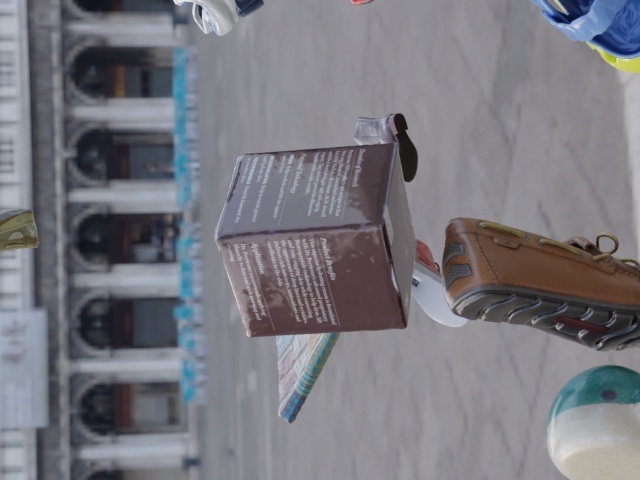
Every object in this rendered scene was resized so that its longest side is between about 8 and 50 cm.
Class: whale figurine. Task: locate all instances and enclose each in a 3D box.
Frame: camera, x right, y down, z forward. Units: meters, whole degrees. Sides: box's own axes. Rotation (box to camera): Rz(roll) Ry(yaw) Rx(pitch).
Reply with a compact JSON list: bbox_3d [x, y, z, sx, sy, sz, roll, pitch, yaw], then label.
[{"bbox_3d":[0.425,0.232,1.648,0.216,0.272,0.141,76,-163,-53],"label":"whale figurine"}]

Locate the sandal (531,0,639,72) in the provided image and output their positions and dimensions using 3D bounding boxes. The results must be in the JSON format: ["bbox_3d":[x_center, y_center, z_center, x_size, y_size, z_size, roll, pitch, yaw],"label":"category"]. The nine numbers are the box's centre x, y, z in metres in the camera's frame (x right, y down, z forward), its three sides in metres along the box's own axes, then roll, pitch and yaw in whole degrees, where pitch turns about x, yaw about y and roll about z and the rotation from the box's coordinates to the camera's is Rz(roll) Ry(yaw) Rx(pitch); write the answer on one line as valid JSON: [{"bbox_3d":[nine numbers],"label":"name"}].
[{"bbox_3d":[0.235,-0.298,1.358,0.126,0.317,0.138,-60,-23,17],"label":"sandal"}]

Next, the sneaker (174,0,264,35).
[{"bbox_3d":[-0.092,-0.408,1.954,0.236,0.323,0.130,-47,68,23],"label":"sneaker"}]

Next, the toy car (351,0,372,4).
[{"bbox_3d":[-0.010,-0.322,0.970,0.053,0.239,0.225,-41,-22,-49],"label":"toy car"}]

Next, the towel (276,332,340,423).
[{"bbox_3d":[0.019,0.063,1.974,0.370,0.040,0.271,-63,12,18],"label":"towel"}]

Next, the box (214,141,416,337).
[{"bbox_3d":[0.000,0.000,1.579,0.167,0.203,0.168,-78,-20,-50],"label":"box"}]

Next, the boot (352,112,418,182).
[{"bbox_3d":[0.093,-0.136,1.934,0.114,0.037,0.106,-3,98,56],"label":"boot"}]

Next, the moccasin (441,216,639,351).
[{"bbox_3d":[0.317,0.050,1.642,0.139,0.380,0.147,132,142,-53],"label":"moccasin"}]

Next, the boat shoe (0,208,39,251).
[{"bbox_3d":[-0.377,0.009,1.428,0.056,0.153,0.048,1,110,43],"label":"boat shoe"}]

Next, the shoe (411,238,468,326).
[{"bbox_3d":[0.166,0.056,1.987,0.081,0.178,0.063,-38,-19,-54],"label":"shoe"}]
